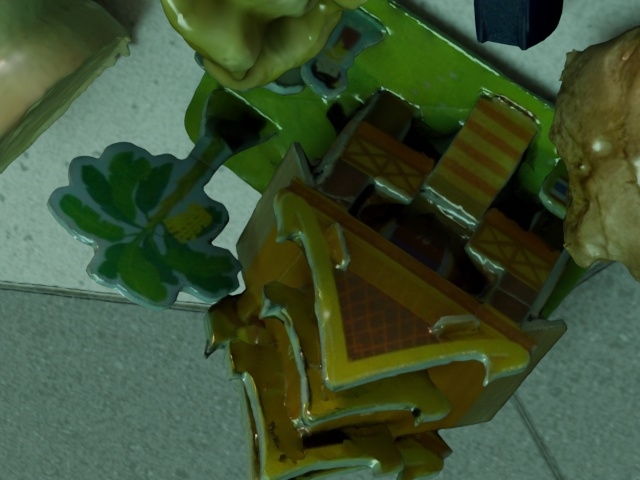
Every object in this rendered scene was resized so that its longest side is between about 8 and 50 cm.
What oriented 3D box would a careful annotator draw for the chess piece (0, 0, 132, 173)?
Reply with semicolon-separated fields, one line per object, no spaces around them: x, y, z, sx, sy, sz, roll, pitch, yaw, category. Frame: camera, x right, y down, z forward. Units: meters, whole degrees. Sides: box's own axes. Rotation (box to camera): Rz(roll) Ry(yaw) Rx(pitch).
-0.371;-0.233;1.361;0.442;0.234;0.234;45;133;-3;chess piece

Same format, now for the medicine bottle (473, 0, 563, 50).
0.208;-0.198;1.154;0.258;0.079;0.124;-3;119;30;medicine bottle

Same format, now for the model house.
0.000;0.000;1.268;0.357;0.313;0.242;36;131;1;model house

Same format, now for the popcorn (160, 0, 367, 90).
-0.078;-0.285;1.093;0.334;0.294;0.292;32;127;-9;popcorn

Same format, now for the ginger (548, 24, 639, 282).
0.317;-0.066;1.124;0.166;0.236;0.375;14;161;-40;ginger
